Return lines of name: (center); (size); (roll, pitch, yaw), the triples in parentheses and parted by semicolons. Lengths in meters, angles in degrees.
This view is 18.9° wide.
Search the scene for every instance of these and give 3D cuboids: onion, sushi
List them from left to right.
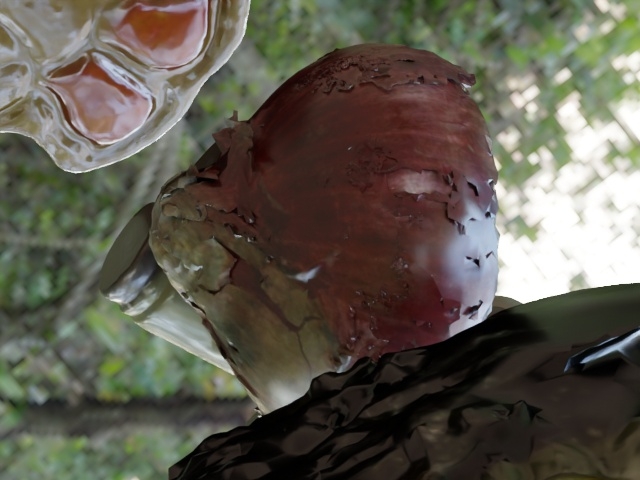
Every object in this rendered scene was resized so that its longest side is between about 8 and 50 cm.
onion: (0.000, 0.000, 0.801); (0.184, 0.147, 0.184); (-170, -90, -75)
sushi: (0.062, 0.210, 0.594); (0.328, 0.328, 0.285); (-13, -169, -7)

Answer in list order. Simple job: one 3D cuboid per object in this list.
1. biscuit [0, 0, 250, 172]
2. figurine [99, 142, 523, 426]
biscuit: (-0.202, -0.172, 1.040); (0.381, 0.359, 0.074); (-59, -153, 21)
figurine: (0.071, 0.093, 0.969); (0.248, 0.380, 0.203); (-49, -167, 19)
